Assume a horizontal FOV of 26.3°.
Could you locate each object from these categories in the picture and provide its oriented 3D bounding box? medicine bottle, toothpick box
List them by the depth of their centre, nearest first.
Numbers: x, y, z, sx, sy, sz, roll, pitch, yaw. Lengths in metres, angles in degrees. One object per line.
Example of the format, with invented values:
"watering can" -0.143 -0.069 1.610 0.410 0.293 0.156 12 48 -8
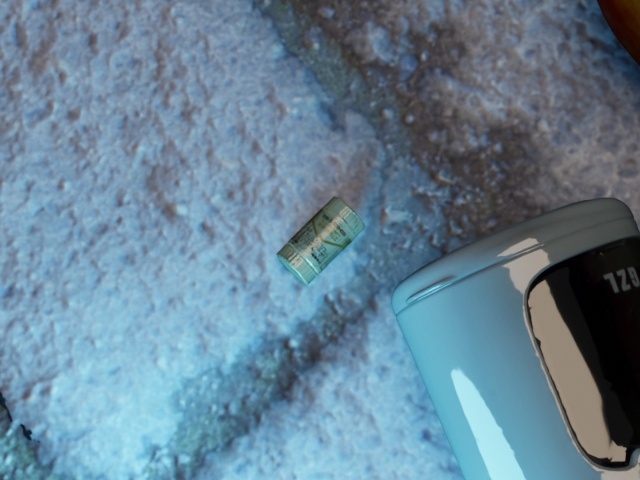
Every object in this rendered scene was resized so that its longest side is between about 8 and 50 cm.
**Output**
"toothpick box" 0.225 0.167 1.246 0.263 0.263 0.355 -22 81 -3
"medicine bottle" 0.000 0.000 1.365 0.083 0.047 0.047 -44 82 -7

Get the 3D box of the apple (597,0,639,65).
"apple" 0.432 -0.273 1.281 0.329 0.295 0.365 -30 107 25
